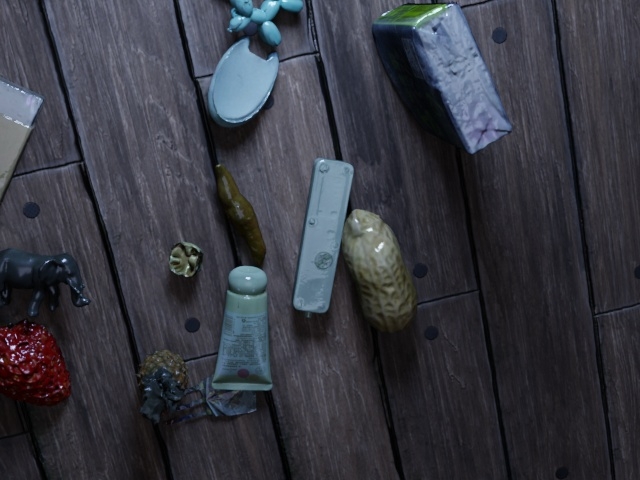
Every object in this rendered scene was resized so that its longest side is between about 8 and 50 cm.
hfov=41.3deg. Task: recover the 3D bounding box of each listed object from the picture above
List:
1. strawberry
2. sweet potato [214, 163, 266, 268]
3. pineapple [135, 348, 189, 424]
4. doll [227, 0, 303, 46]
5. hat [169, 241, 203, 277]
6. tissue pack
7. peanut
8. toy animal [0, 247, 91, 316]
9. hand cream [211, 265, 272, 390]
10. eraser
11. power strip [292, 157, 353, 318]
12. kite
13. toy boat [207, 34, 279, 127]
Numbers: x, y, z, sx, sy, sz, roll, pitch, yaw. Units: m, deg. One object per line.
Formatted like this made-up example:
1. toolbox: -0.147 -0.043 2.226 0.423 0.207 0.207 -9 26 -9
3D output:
1. strawberry: -0.672 0.301 1.937 0.190 0.111 0.236 -43 106 0
2. sweet potato: -0.182 -0.055 1.962 0.067 0.067 0.274 -24 110 -3
3. pineapple: -0.361 0.335 1.925 0.128 0.248 0.128 -1 100 -8
4. doll: -0.131 -0.498 1.843 0.159 0.059 0.158 -51 134 3
5. hat: -0.308 0.043 1.966 0.076 0.059 0.077 16 95 4
6. tissue pack: 0.243 -0.353 1.791 0.124 0.394 0.288 -29 106 0
7. peanut: 0.139 0.073 1.994 0.140 0.153 0.325 -11 109 24
8. toy animal: -0.634 0.093 1.894 0.245 0.114 0.146 7 102 -11
9. hand cream: -0.178 0.215 2.009 0.147 0.093 0.306 3 104 -8
10. eraser: -0.728 -0.182 1.836 0.144 0.078 0.343 24 98 -15
11. power strip: 0.000 0.000 2.003 0.091 0.062 0.385 8 101 -11
12. kite: -0.276 0.386 2.071 0.245 0.015 0.141 -16 102 -6
13. toy boat: -0.179 -0.349 1.899 0.134 0.079 0.208 25 87 -21
